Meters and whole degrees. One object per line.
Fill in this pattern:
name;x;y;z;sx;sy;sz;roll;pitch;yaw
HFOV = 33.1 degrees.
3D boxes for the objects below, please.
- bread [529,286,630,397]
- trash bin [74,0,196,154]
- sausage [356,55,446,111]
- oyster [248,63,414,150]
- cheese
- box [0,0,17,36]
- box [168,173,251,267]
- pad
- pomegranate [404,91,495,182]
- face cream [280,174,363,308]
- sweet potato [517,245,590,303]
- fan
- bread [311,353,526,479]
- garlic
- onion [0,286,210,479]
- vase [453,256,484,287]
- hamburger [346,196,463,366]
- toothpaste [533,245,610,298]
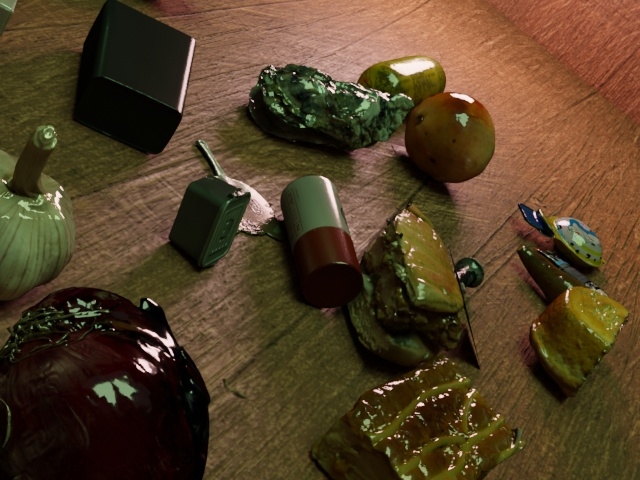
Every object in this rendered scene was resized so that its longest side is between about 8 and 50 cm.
bread;0.450;0.160;1.882;0.139;0.143;0.229;43;27;10
trash bin;-0.294;-0.258;1.702;0.165;0.115;0.225;24;32;-21
sausage;0.178;-0.335;2.336;0.123;0.123;0.347;44;28;12
oyster;0.021;-0.254;2.034;0.351;0.158;0.162;1;78;-29
cheese;0.523;-0.011;2.303;0.250;0.064;0.156;24;29;-28
box;-0.630;-0.454;1.661;0.343;0.065;0.200;25;31;-21
box;-0.158;-0.031;1.515;0.069;0.122;0.084;30;25;13
pad;0.234;0.106;1.728;0.113;0.006;0.188;-100;173;-50
pomegranate;0.265;-0.206;2.193;0.191;0.191;0.191;28;30;-17
face cream;0.000;0.000;1.664;0.096;0.096;0.214;21;32;-28
sweet potato;0.471;0.102;2.077;0.243;0.077;0.077;36;26;19
fan;-0.146;-0.084;1.717;0.152;0.008;0.227;6;42;-44
bread;0.133;0.265;1.404;0.185;0.114;0.274;46;31;18
garlic;-0.352;-0.061;1.225;0.199;0.226;0.199;24;36;-19
onion;-0.226;0.164;1.051;0.281;0.221;0.281;55;5;-7
vase;0.229;0.076;1.849;0.059;0.059;0.167;43;29;11
hamburger;0.133;0.069;1.650;0.245;0.155;0.282;48;25;13
toothpaste;0.513;0.076;2.192;0.193;0.045;0.071;47;21;31
